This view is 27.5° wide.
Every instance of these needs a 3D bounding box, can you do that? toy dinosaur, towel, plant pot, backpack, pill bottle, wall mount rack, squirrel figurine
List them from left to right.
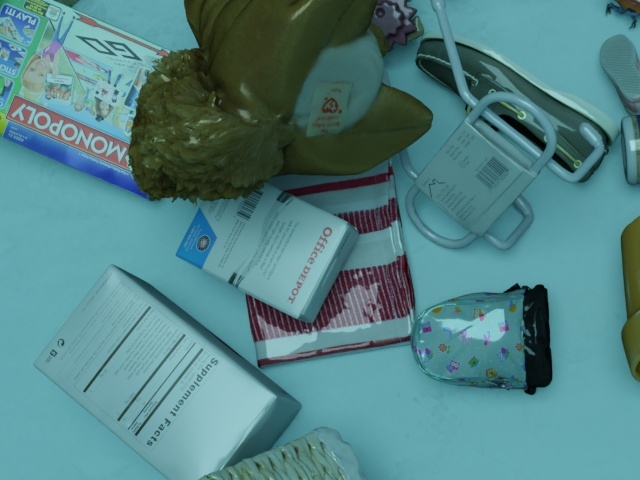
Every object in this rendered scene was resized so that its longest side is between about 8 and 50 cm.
[{"bbox_3d":[-0.108,-0.226,1.695,0.397,0.281,0.370,-39,42,-8],"label":"squirrel figurine"},{"bbox_3d":[0.000,0.000,1.843,0.237,0.037,0.329,-10,77,9],"label":"towel"},{"bbox_3d":[0.191,-0.148,1.712,0.304,0.350,0.130,41,58,3],"label":"wall mount rack"},{"bbox_3d":[0.212,0.129,1.737,0.182,0.115,0.152,-3,81,13],"label":"backpack"},{"bbox_3d":[0.432,-0.318,1.811,0.082,0.090,0.047,31,103,46],"label":"toy dinosaur"},{"bbox_3d":[0.491,-0.128,1.745,0.169,0.094,0.094,-5,78,10],"label":"pill bottle"},{"bbox_3d":[0.471,0.060,1.672,0.205,0.205,0.188,-16,61,7],"label":"plant pot"}]

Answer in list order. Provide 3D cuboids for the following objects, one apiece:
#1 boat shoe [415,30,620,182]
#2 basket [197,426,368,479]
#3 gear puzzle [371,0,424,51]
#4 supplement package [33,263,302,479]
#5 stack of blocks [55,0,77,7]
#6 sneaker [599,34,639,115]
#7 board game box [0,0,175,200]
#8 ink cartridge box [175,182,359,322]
[{"bbox_3d":[0.255,-0.186,1.794,0.305,0.109,0.091,30,81,11],"label":"boat shoe"},{"bbox_3d":[-0.072,0.456,1.588,0.328,0.266,0.331,-45,67,27],"label":"basket"},{"bbox_3d":[-0.034,-0.303,1.871,0.339,0.044,0.175,-23,89,18],"label":"gear puzzle"},{"bbox_3d":[-0.201,0.196,1.767,0.293,0.177,0.175,37,87,15],"label":"supplement package"},{"bbox_3d":[-0.512,-0.371,1.985,0.297,0.087,0.171,-40,75,1],"label":"stack of blocks"},{"bbox_3d":[0.426,-0.221,1.805,0.051,0.070,0.134,-25,46,14],"label":"sneaker"},{"bbox_3d":[-0.347,-0.216,1.897,0.317,0.046,0.213,23,93,2],"label":"board game box"},{"bbox_3d":[-0.071,0.005,1.796,0.203,0.086,0.148,27,88,16],"label":"ink cartridge box"}]
